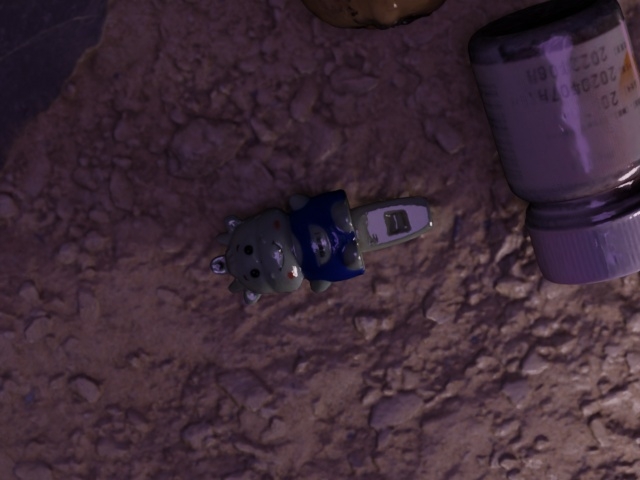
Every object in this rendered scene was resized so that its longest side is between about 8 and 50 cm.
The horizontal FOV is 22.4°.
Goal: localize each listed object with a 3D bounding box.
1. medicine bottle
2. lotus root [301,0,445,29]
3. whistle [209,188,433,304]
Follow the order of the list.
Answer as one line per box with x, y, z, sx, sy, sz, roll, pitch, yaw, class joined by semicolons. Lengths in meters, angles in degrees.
0.265;-0.106;1.673;0.165;0.165;0.273;-19;106;3;medicine bottle
0.024;-0.353;1.597;0.182;0.183;0.310;-22;102;4;lotus root
0.000;0.000;1.726;0.244;0.092;0.110;-13;95;2;whistle
